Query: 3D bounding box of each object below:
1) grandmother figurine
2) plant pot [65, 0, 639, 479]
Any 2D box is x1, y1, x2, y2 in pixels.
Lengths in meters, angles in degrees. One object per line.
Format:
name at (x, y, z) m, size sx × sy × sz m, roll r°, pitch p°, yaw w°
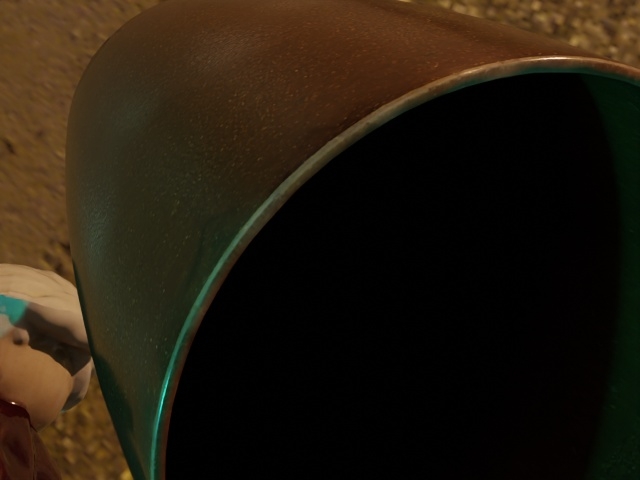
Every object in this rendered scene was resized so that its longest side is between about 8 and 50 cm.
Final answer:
grandmother figurine at (-0.167, 0.143, 0.800) m, size 0.104 × 0.342 × 0.208 m, roll -5°, pitch 136°, yaw 12°
plant pot at (0.000, 0.000, 0.620) m, size 0.215 × 0.230 × 0.215 m, roll -13°, pitch 120°, yaw -23°
